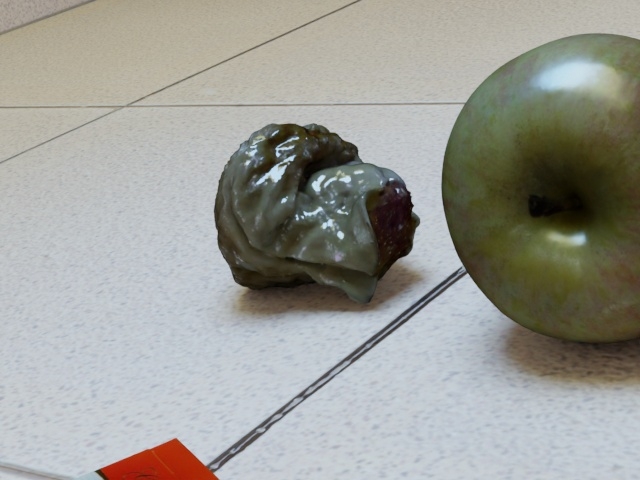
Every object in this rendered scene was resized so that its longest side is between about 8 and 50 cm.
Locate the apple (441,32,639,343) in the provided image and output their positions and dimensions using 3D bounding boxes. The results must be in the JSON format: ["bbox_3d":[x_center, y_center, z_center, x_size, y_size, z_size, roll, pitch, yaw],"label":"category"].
[{"bbox_3d":[0.232,-0.044,1.154,0.256,0.257,0.234,0,9,31],"label":"apple"}]

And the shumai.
[{"bbox_3d":[-0.003,0.001,1.382,0.183,0.218,0.185,-27,63,-23],"label":"shumai"}]

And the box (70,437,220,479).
[{"bbox_3d":[-0.185,0.218,0.982,0.245,0.035,0.139,-20,20,-22],"label":"box"}]
